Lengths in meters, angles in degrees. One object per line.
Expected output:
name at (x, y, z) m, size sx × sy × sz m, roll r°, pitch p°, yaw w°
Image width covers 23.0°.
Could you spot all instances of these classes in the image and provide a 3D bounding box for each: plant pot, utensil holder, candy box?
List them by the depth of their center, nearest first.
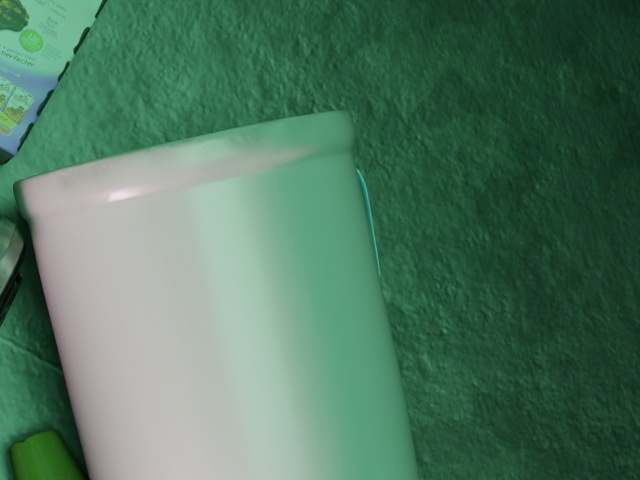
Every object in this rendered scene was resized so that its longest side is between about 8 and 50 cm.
utensil holder at (-0.091, 0.098, 1.492) m, size 0.328 × 0.327 × 0.385 m, roll -13°, pitch 92°, yaw -21°
plant pot at (-0.269, 0.230, 1.543) m, size 0.083 × 0.083 × 0.079 m, roll -20°, pitch 81°, yaw -21°
candy box at (-0.330, -0.202, 1.558) m, size 0.165 × 0.070 × 0.196 m, roll 32°, pitch 75°, yaw -15°

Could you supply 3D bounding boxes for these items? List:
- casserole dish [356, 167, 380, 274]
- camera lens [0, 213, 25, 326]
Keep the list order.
casserole dish at (0.000, 0.000, 1.683) m, size 0.114 × 0.037 × 0.188 m, roll -9°, pitch 89°, yaw -22°
camera lens at (-0.424, 0.021, 1.422) m, size 0.274 × 0.219 × 0.219 m, roll 33°, pitch 75°, yaw -15°
